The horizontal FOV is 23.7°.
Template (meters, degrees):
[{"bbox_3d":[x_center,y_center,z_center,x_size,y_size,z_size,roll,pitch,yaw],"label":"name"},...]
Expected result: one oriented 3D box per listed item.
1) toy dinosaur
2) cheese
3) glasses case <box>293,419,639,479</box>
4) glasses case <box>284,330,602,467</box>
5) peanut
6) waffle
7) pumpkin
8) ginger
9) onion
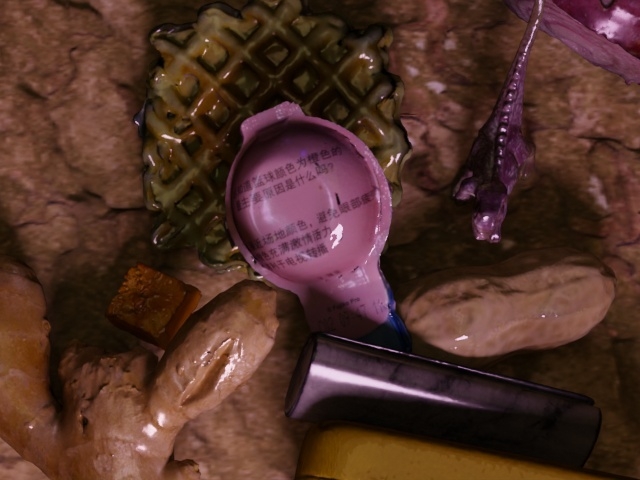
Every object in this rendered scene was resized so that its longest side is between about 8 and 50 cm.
[{"bbox_3d":[0.195,-0.109,1.570,0.072,0.200,0.251,24,79,7],"label":"toy dinosaur"},{"bbox_3d":[0.000,0.000,1.531,0.189,0.074,0.286,-25,90,27],"label":"cheese"},{"bbox_3d":[0.154,0.281,1.477,0.371,0.173,0.141,11,74,4],"label":"glasses case"},{"bbox_3d":[0.120,0.171,1.519,0.299,0.114,0.060,15,43,-8],"label":"glasses case"},{"bbox_3d":[0.183,0.072,1.561,0.257,0.123,0.123,-15,76,-4],"label":"peanut"},{"bbox_3d":[-0.051,-0.111,1.629,0.297,0.073,0.317,-1,82,4],"label":"waffle"},{"bbox_3d":[-0.172,0.069,1.585,0.083,0.054,0.074,23,71,26],"label":"pumpkin"},{"bbox_3d":[-0.225,0.196,1.512,0.363,0.122,0.348,6,88,12],"label":"ginger"},{"bbox_3d":[0.330,-0.299,1.606,0.272,0.256,0.230,40,91,-8],"label":"onion"}]
